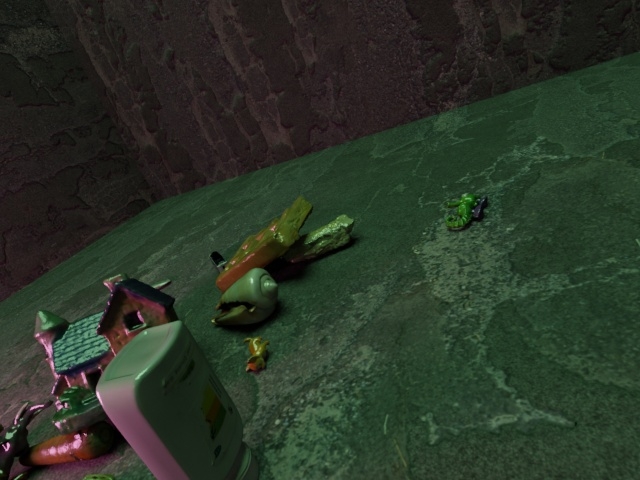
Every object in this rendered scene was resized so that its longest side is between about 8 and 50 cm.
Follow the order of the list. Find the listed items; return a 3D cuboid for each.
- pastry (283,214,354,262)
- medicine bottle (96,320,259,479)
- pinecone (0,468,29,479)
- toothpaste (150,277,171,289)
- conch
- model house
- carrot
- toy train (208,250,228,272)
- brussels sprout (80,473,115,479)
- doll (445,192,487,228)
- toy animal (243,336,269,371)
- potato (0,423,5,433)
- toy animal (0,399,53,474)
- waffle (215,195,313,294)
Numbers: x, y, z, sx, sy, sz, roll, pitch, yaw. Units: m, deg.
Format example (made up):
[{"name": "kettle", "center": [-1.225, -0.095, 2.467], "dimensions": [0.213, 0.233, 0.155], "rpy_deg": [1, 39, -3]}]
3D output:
[{"name": "pastry", "center": [-0.003, -0.002, 1.382], "dimensions": [0.259, 0.089, 0.121], "rpy_deg": [-22, 26, -2]}, {"name": "medicine bottle", "center": [-0.203, 0.282, 0.644], "dimensions": [0.111, 0.296, 0.161], "rpy_deg": [-15, 21, 16]}, {"name": "pinecone", "center": [-0.590, 0.478, 0.651], "dimensions": [0.264, 0.264, 0.264], "rpy_deg": [-20, 22, 8]}, {"name": "toothpaste", "center": [-0.717, 0.216, 1.645], "dimensions": [0.255, 0.037, 0.067], "rpy_deg": [-30, 17, -27]}, {"name": "conch", "center": [-0.199, 0.174, 1.170], "dimensions": [0.255, 0.127, 0.158], "rpy_deg": [-32, 41, 44]}, {"name": "model house", "center": [-0.481, 0.230, 0.964], "dimensions": [0.312, 0.280, 0.245], "rpy_deg": [-21, 3, -12]}, {"name": "carrot", "center": [-0.581, 0.463, 0.916], "dimensions": [0.298, 0.078, 0.078], "rpy_deg": [-22, 21, 18]}, {"name": "toy train", "center": [-0.401, 0.081, 1.634], "dimensions": [0.043, 0.047, 0.207], "rpy_deg": [-29, 22, -16]}, {"name": "brussels sprout", "center": [-0.428, 0.465, 0.767], "dimensions": [0.085, 0.058, 0.085], "rpy_deg": [-36, 16, 12]}, {"name": "doll", "center": [0.425, -0.091, 1.228], "dimensions": [0.115, 0.050, 0.190], "rpy_deg": [-3, 31, 33]}, {"name": "toy animal", "center": [-0.157, 0.264, 0.964], "dimensions": [0.081, 0.060, 0.083], "rpy_deg": [26, 37, 9]}, {"name": "potato", "center": [-0.834, 0.510, 0.927], "dimensions": [0.113, 0.149, 0.251], "rpy_deg": [6, 35, 39]}, {"name": "toy animal", "center": [-0.707, 0.458, 0.907], "dimensions": [0.137, 0.082, 0.269], "rpy_deg": [13, 64, 28]}, {"name": "waffle", "center": [-0.186, 0.015, 1.403], "dimensions": [0.348, 0.077, 0.304], "rpy_deg": [-35, 15, 31]}]
